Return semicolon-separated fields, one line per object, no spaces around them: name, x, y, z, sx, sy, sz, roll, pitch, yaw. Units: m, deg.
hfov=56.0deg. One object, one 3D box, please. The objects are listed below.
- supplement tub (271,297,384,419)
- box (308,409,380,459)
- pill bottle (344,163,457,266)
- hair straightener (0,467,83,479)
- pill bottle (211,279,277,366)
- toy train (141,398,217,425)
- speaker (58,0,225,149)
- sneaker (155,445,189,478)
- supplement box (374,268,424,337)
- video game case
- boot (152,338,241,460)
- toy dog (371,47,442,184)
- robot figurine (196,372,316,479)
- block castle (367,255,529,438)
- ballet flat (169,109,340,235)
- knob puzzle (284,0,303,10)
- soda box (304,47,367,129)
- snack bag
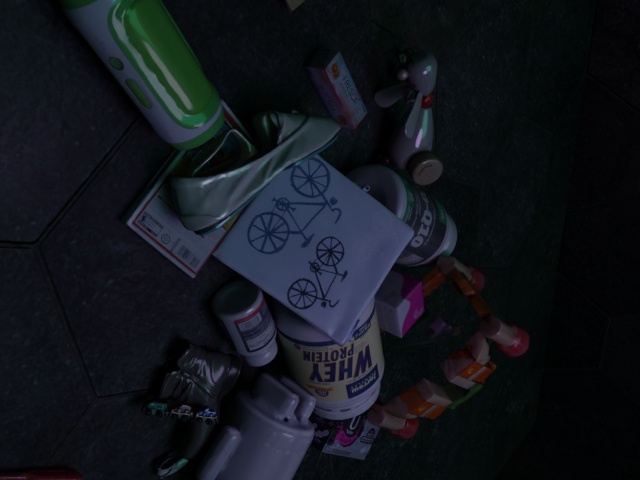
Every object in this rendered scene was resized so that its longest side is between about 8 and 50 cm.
supplement tub;0.026;0.243;1.426;0.235;0.236;0.324;-40;134;-33
box;0.040;0.478;1.616;0.247;0.163;0.142;36;80;-52
pill bottle;0.198;-0.047;1.526;0.361;0.204;0.204;20;91;-53
hair straightener;-0.515;0.427;1.002;0.230;0.047;0.089;27;86;-53
pill bottle;-0.153;0.181;1.281;0.108;0.108;0.180;-43;137;-30
toy train;-0.274;0.337;1.189;0.158;0.027;0.036;20;84;-30
speaker;-0.261;-0.279;0.911;0.131;0.131;0.296;-53;140;-20
sneaker;-0.308;0.472;1.295;0.109;0.040;0.043;-14;134;-43
supplement box;0.141;0.136;1.528;0.111;0.220;0.113;-41;135;-31
video game case;-0.219;-0.094;1.134;0.285;0.025;0.204;-56;141;-15
boot;-0.280;0.326;1.239;0.161;0.083;0.246;24;88;-41
toy dog;0.193;-0.283;1.448;0.161;0.220;0.333;-17;117;-9
robot figurine;-0.147;0.476;1.343;0.300;0.200;0.353;26;91;-50
block castle;0.295;0.289;1.603;0.453;0.303;0.213;-42;138;15
ballet flat;-0.113;-0.165;1.120;0.400;0.139;0.139;-41;135;-31
knob puzzle;-0.043;-0.561;1.121;0.213;0.030;0.213;-26;127;-41
soda box;0.036;-0.326;1.306;0.058;0.063;0.183;-55;142;-18
snack bag;0.000;0.000;1.265;0.343;0.037;0.323;36;71;-6
